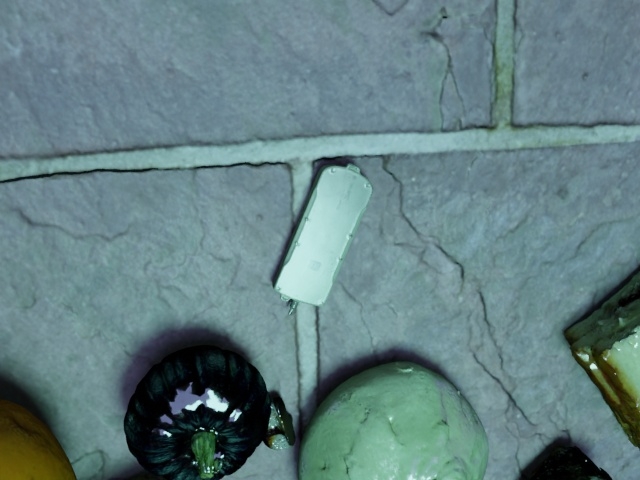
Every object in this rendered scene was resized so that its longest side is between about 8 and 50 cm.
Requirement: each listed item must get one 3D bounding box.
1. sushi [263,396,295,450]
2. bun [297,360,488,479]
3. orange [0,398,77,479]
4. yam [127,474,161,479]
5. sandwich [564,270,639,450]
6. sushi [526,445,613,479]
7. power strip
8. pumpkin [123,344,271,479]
[{"bbox_3d":[-0.069,0.265,0.913,0.045,0.044,0.083,-12,103,16],"label":"sushi"},{"bbox_3d":[0.114,0.331,0.878,0.292,0.187,0.294,-2,105,-8],"label":"bun"},{"bbox_3d":[-0.442,0.328,0.727,0.311,0.312,0.313,-2,103,-9],"label":"orange"},{"bbox_3d":[-0.214,0.442,0.871,0.154,0.154,0.254,-37,102,0],"label":"yam"},{"bbox_3d":[0.567,0.154,0.946,0.325,0.131,0.262,-37,105,3],"label":"sandwich"},{"bbox_3d":[0.376,0.436,0.983,0.147,0.115,0.213,30,98,-11],"label":"sushi"},{"bbox_3d":[0.000,0.000,0.864,0.079,0.029,0.227,21,98,-16],"label":"power strip"},{"bbox_3d":[-0.162,0.232,0.834,0.194,0.150,0.194,3,81,-20],"label":"pumpkin"}]
